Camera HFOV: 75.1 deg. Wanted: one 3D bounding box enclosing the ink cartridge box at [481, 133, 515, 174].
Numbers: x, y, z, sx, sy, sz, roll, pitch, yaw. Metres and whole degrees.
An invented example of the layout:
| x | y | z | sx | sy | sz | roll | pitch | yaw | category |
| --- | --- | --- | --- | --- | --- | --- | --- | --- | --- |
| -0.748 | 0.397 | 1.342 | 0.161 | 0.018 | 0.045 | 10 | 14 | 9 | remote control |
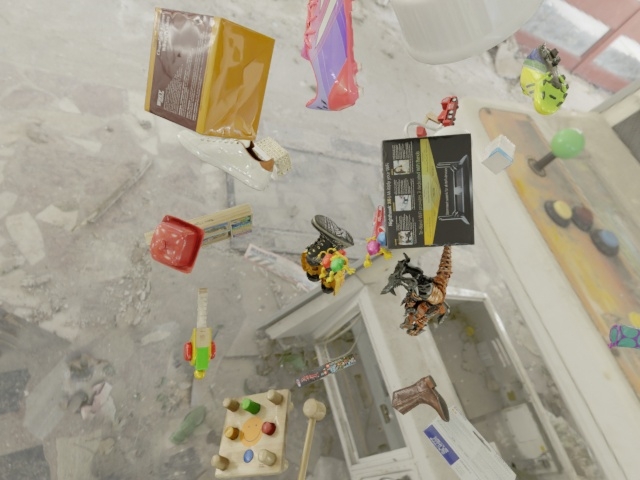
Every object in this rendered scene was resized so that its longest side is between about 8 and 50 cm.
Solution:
| x | y | z | sx | sy | sz | roll | pitch | yaw | category |
| --- | --- | --- | --- | --- | --- | --- | --- | --- | --- |
| 0.766 | -0.374 | 1.783 | 0.089 | 0.092 | 0.143 | 36 | 54 | -9 | ink cartridge box |

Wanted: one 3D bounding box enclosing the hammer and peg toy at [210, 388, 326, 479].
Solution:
| x | y | z | sx | sy | sz | roll | pitch | yaw | category |
| --- | --- | --- | --- | --- | --- | --- | --- | --- | --- |
| -0.171 | 0.616 | 1.331 | 0.127 | 0.361 | 0.266 | 52 | 31 | -40 | hammer and peg toy |

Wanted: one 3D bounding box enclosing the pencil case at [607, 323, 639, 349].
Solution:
| x | y | z | sx | sy | sz | roll | pitch | yaw | category |
| --- | --- | --- | --- | --- | --- | --- | --- | --- | --- |
| 0.848 | 0.264 | 1.089 | 0.151 | 0.070 | 0.064 | 10 | 26 | 15 | pencil case |

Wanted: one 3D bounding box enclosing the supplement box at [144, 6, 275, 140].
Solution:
| x | y | z | sx | sy | sz | roll | pitch | yaw | category |
| --- | --- | --- | --- | --- | --- | --- | --- | --- | --- |
| -0.215 | -0.312 | 0.789 | 0.194 | 0.192 | 0.129 | 26 | 21 | 32 | supplement box |

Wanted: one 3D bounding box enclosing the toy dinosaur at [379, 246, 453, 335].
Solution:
| x | y | z | sx | sy | sz | roll | pitch | yaw | category |
| --- | --- | --- | --- | --- | --- | --- | --- | --- | --- |
| 0.327 | 0.152 | 1.334 | 0.218 | 0.322 | 0.164 | 29 | 5 | 13 | toy dinosaur |

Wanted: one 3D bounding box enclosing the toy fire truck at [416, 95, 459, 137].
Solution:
| x | y | z | sx | sy | sz | roll | pitch | yaw | category |
| --- | --- | --- | --- | --- | --- | --- | --- | --- | --- |
| 0.463 | -0.484 | 1.649 | 0.047 | 0.135 | 0.192 | 46 | 56 | -50 | toy fire truck |

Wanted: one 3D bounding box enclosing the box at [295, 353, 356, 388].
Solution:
| x | y | z | sx | sy | sz | roll | pitch | yaw | category |
| --- | --- | --- | --- | --- | --- | --- | --- | --- | --- |
| 0.020 | 0.550 | 1.750 | 0.159 | 0.233 | 0.044 | -6 | 65 | -41 | box |

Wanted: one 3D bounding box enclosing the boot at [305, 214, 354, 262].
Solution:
| x | y | z | sx | sy | sz | roll | pitch | yaw | category |
| --- | --- | --- | --- | --- | --- | --- | --- | --- | --- |
| 0.001 | 0.002 | 1.635 | 0.236 | 0.178 | 0.085 | 30 | 38 | -43 | boot |

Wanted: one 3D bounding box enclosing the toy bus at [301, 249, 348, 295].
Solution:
| x | y | z | sx | sy | sz | roll | pitch | yaw | category |
| --- | --- | --- | --- | --- | --- | --- | --- | --- | --- |
| 0.052 | 0.109 | 1.870 | 0.211 | 0.150 | 0.220 | -33 | 56 | -29 | toy bus |

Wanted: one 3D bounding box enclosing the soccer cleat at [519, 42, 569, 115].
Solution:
| x | y | z | sx | sy | sz | roll | pitch | yaw | category |
| --- | --- | --- | --- | --- | --- | --- | --- | --- | --- |
| 0.645 | -0.453 | 1.223 | 0.093 | 0.121 | 0.289 | 21 | 58 | -10 | soccer cleat |

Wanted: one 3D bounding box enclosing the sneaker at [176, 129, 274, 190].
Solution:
| x | y | z | sx | sy | sz | roll | pitch | yaw | category |
| --- | --- | --- | --- | --- | --- | --- | --- | --- | --- |
| -0.264 | -0.264 | 1.199 | 0.290 | 0.123 | 0.106 | 28 | 16 | -6 | sneaker |

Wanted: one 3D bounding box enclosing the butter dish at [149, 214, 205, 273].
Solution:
| x | y | z | sx | sy | sz | roll | pitch | yaw | category |
| --- | --- | --- | --- | --- | --- | --- | --- | --- | --- |
| -0.470 | 0.012 | 1.300 | 0.160 | 0.160 | 0.118 | 22 | 4 | 12 | butter dish |

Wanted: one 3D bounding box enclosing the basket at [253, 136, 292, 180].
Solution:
| x | y | z | sx | sy | sz | roll | pitch | yaw | category |
| --- | --- | --- | --- | --- | --- | --- | --- | --- | --- |
| -0.213 | -0.365 | 1.830 | 0.103 | 0.113 | 0.167 | -36 | 57 | -15 | basket |

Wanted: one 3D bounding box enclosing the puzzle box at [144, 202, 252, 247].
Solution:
| x | y | z | sx | sy | sz | roll | pitch | yaw | category |
| --- | --- | --- | --- | --- | --- | --- | --- | --- | --- |
| -0.477 | -0.032 | 1.694 | 0.408 | 0.272 | 0.052 | -18 | 80 | -13 | puzzle box |

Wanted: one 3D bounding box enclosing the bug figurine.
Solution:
| x | y | z | sx | sy | sz | roll | pitch | yaw | category |
| --- | --- | --- | --- | --- | --- | --- | --- | --- | --- |
| 0.109 | 0.041 | 1.275 | 0.216 | 0.278 | 0.072 | -67 | 134 | -80 | bug figurine |

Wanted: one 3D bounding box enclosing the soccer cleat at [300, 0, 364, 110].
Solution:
| x | y | z | sx | sy | sz | roll | pitch | yaw | category |
| --- | --- | --- | --- | --- | --- | --- | --- | --- | --- |
| 0.008 | -0.317 | 0.606 | 0.095 | 0.248 | 0.083 | -5 | 20 | 9 | soccer cleat |

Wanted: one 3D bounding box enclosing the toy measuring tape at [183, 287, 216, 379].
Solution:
| x | y | z | sx | sy | sz | roll | pitch | yaw | category |
| --- | --- | --- | --- | --- | --- | --- | --- | --- | --- |
| -0.455 | 0.350 | 1.567 | 0.121 | 0.121 | 0.331 | 4 | 72 | -29 | toy measuring tape |

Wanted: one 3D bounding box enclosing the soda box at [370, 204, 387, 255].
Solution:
| x | y | z | sx | sy | sz | roll | pitch | yaw | category |
| --- | --- | --- | --- | --- | --- | --- | --- | --- | --- |
| 0.318 | -0.055 | 2.199 | 0.083 | 0.092 | 0.263 | 18 | 52 | -6 | soda box |

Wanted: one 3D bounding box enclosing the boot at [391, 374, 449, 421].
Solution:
| x | y | z | sx | sy | sz | roll | pitch | yaw | category |
| --- | --- | --- | --- | --- | --- | --- | --- | --- | --- |
| 0.219 | 0.371 | 0.928 | 0.037 | 0.114 | 0.107 | 30 | 32 | -45 | boot |

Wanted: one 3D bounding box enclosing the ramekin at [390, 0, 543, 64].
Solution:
| x | y | z | sx | sy | sz | roll | pitch | yaw | category |
| --- | --- | --- | --- | --- | --- | --- | --- | --- | --- |
| 0.260 | -0.480 | 0.772 | 0.135 | 0.277 | 0.277 | 40 | 39 | -43 | ramekin |

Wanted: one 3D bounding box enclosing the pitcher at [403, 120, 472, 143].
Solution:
| x | y | z | sx | sy | sz | roll | pitch | yaw | category |
| --- | --- | --- | --- | --- | --- | --- | --- | --- | --- |
| 0.382 | -0.325 | 1.371 | 0.207 | 0.125 | 0.178 | -20 | 97 | -12 | pitcher |

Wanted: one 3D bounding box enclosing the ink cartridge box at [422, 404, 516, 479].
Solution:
| x | y | z | sx | sy | sz | roll | pitch | yaw | category |
| --- | --- | --- | --- | --- | --- | --- | --- | --- | --- |
| 0.537 | 0.767 | 1.487 | 0.324 | 0.071 | 0.330 | 48 | 14 | 28 | ink cartridge box |

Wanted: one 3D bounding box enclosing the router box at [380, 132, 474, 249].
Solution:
| x | y | z | sx | sy | sz | roll | pitch | yaw | category |
| --- | --- | --- | --- | --- | --- | --- | --- | --- | --- |
| 0.299 | -0.135 | 1.177 | 0.242 | 0.081 | 0.309 | -3 | 95 | 5 | router box |
